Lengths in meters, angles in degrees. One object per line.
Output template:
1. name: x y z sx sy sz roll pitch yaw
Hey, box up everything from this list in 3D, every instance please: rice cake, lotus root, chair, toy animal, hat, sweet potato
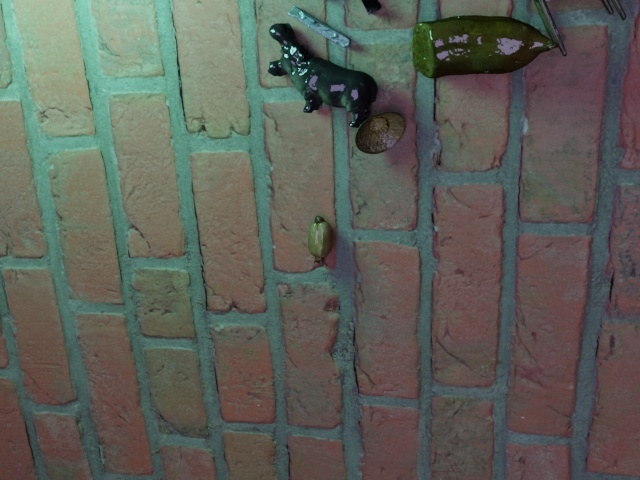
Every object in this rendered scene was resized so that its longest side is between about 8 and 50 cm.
1. rice cake: -0.001 -0.559 1.905 0.180 0.042 0.030 31 111 0
2. lotus root: 0.000 0.000 2.103 0.073 0.062 0.150 9 112 18
3. chair: 0.567 -0.597 1.687 0.166 0.188 0.272 -30 104 20
4. toy animal: -0.013 -0.427 1.926 0.343 0.106 0.168 32 114 3
5. hat: 0.151 -0.309 1.957 0.146 0.067 0.146 -14 142 -11
6. sweet potato: 0.391 -0.475 1.775 0.369 0.158 0.158 4 111 22

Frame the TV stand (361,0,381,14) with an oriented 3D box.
1. TV stand: 0.080 -0.696 1.832 0.040 0.049 0.256 -24 103 19
